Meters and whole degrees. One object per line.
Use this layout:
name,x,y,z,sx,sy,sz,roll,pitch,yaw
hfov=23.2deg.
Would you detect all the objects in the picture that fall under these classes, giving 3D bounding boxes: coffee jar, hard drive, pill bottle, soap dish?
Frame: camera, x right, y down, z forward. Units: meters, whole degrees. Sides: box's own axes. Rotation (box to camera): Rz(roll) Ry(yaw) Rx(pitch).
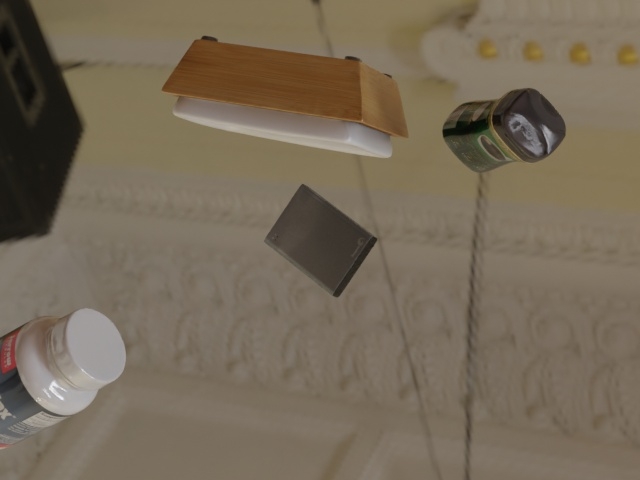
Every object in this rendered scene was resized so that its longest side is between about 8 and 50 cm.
coffee jar,0.240,-0.144,2.033,0.079,0.096,0.184,-49,-165,-16
hard drive,0.000,0.000,2.039,0.135,0.022,0.094,37,-83,30
pill bottle,-0.292,0.139,1.611,0.180,0.108,0.108,-28,-153,32
soap dish,-0.040,-0.197,2.143,0.290,0.118,0.229,10,-179,19
